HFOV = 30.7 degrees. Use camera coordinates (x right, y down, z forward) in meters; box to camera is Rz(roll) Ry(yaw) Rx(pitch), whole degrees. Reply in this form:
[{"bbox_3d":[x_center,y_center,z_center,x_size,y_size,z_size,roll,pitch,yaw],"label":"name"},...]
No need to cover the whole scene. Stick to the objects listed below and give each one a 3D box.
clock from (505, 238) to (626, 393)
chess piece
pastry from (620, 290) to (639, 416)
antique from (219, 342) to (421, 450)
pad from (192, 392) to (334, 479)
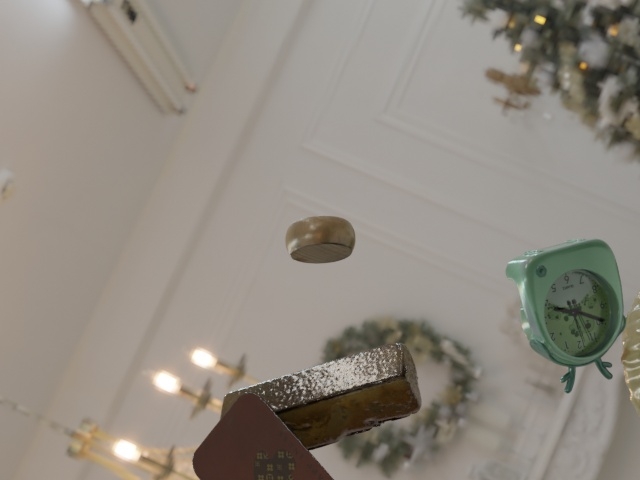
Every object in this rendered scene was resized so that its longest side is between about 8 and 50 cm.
[{"bbox_3d":[0.358,0.109,1.675,0.066,0.159,0.211,172,86,-69],"label":"clock"},{"bbox_3d":[0.000,0.000,1.379,0.083,0.083,0.038,89,176,-73],"label":"chess piece"},{"bbox_3d":[0.662,0.169,1.803,0.388,0.388,0.312,-66,-14,-1],"label":"pastry"},{"bbox_3d":[0.003,0.251,1.778,0.087,0.310,0.093,-86,-28,-56],"label":"antique"},{"bbox_3d":[-0.067,0.365,1.701,0.181,0.267,0.004,-52,-19,23],"label":"pad"}]
